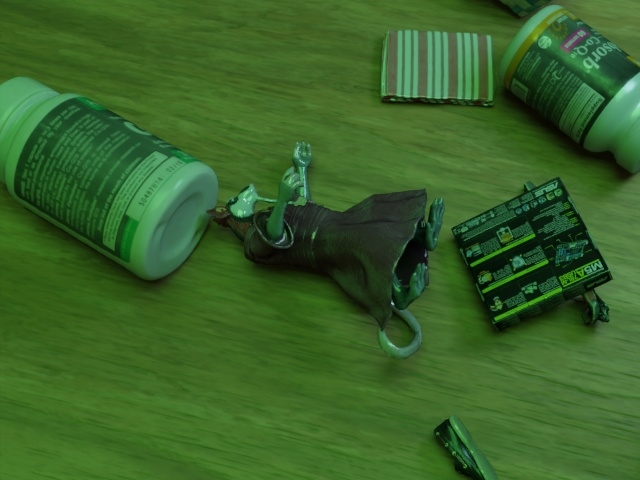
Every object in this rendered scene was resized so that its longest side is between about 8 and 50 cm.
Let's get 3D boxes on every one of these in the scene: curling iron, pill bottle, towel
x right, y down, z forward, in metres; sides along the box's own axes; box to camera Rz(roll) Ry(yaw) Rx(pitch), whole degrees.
[{"bbox_3d":[0.378,0.018,1.534,0.035,0.068,0.274,-20,61,-5],"label":"curling iron"},{"bbox_3d":[0.440,-0.244,1.590,0.162,0.162,0.278,-43,70,-15],"label":"pill bottle"},{"bbox_3d":[-0.361,-0.106,1.543,0.361,0.204,0.204,29,70,14],"label":"pill bottle"},{"bbox_3d":[0.205,-0.300,1.703,0.197,0.029,0.144,3,65,2],"label":"towel"}]

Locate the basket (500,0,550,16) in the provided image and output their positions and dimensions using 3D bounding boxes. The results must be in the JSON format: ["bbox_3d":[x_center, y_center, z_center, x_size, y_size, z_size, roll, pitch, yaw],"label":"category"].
[{"bbox_3d":[0.331,-0.552,1.697,0.255,0.201,0.289,-46,103,-17],"label":"basket"}]

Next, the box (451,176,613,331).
[{"bbox_3d":[0.321,0.019,1.500,0.190,0.045,0.184,-27,60,10],"label":"box"}]

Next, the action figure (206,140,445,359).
[{"bbox_3d":[0.000,0.000,1.526,0.370,0.248,0.276,6,108,19],"label":"action figure"}]

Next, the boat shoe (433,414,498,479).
[{"bbox_3d":[0.214,0.318,1.410,0.042,0.049,0.133,-39,74,16],"label":"boat shoe"}]
